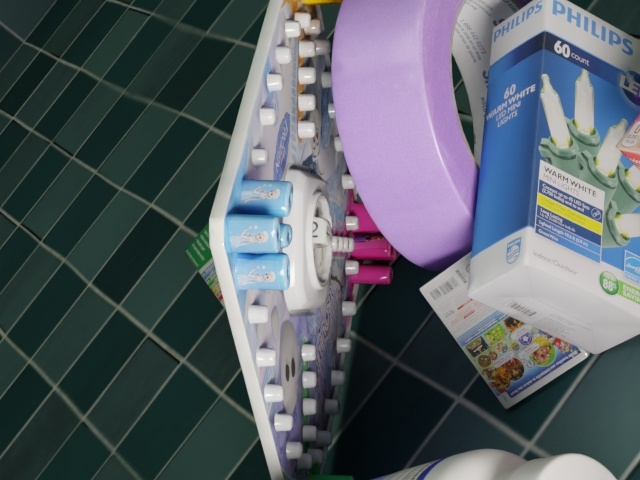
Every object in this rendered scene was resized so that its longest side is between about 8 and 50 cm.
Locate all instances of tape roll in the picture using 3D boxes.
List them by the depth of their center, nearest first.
[{"bbox_3d":[0.121,-0.115,1.599,0.090,0.275,0.275,-11,44,34],"label":"tape roll"}]

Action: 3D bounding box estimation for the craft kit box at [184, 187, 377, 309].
[{"bbox_3d":[-0.021,-0.027,1.987,0.246,0.061,0.250,-47,26,1],"label":"craft kit box"}]

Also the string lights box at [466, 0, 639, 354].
[{"bbox_3d":[0.200,-0.056,1.505,0.077,0.133,0.259,-33,41,49],"label":"string lights box"}]

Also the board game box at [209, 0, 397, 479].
[{"bbox_3d":[0.000,0.000,1.593,0.050,0.390,0.390,-1,44,12],"label":"board game box"}]

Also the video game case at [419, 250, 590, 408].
[{"bbox_3d":[0.148,0.065,1.518,0.087,0.122,0.011,-37,-3,26],"label":"video game case"}]

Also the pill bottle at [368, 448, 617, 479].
[{"bbox_3d":[0.089,0.233,1.338,0.272,0.152,0.152,-23,36,43],"label":"pill bottle"}]

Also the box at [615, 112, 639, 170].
[{"bbox_3d":[0.368,-0.065,1.296,0.154,0.142,0.300,-53,25,-8],"label":"box"}]
